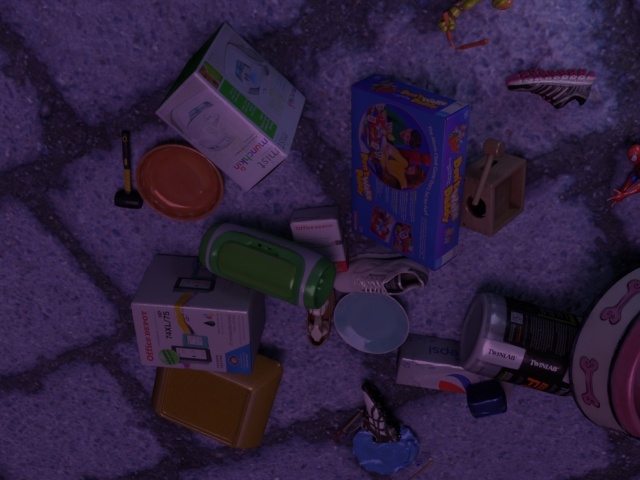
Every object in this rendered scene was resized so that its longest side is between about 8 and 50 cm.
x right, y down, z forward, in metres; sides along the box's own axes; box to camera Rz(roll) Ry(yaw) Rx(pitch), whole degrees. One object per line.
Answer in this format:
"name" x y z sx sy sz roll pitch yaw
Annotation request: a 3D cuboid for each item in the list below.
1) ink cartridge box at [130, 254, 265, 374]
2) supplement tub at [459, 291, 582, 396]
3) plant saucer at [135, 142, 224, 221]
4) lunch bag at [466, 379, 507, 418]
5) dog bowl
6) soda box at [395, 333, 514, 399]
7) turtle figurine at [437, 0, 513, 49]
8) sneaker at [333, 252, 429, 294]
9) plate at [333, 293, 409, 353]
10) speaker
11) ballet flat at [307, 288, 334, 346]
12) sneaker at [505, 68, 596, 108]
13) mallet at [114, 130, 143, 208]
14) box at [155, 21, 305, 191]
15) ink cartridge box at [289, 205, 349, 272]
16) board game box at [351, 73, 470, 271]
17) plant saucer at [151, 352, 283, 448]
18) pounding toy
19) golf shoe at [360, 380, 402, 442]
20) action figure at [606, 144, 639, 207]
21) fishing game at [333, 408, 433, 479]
"ink cartridge box" -0.282 0.173 1.885 0.270 0.197 0.198 3 124 6
"supplement tub" 0.498 0.246 1.835 0.316 0.193 0.193 15 125 -2
"plant saucer" -0.312 -0.134 1.776 0.200 0.037 0.200 3 125 4
"lunch bag" 0.396 0.385 1.903 0.098 0.067 0.065 -16 122 18
"dog bowl" 0.748 0.257 1.716 0.408 0.150 0.407 -6 107 -21
"soda box" 0.333 0.312 1.962 0.286 0.098 0.091 8 125 1
"turtle figurine" 0.285 -0.492 1.418 0.217 0.087 0.269 42 129 -11
"sneaker" 0.134 0.086 1.834 0.235 0.094 0.090 -12 124 17
"plate" 0.126 0.195 1.940 0.188 0.024 0.188 8 120 13
"speaker" -0.120 0.054 1.776 0.297 0.131 0.131 19 128 21
"ballet flat" -0.002 0.177 1.930 0.073 0.067 0.206 2 124 8
"sneaker" 0.447 -0.292 1.548 0.171 0.063 0.074 -1 118 3
"mallet" -0.425 -0.154 1.780 0.062 0.039 0.189 13 121 0
"box" -0.165 -0.259 1.532 0.231 0.262 0.127 41 120 -18
"ink cartridge box" 0.000 0.000 1.810 0.109 0.063 0.150 -5 124 12
"board game box" 0.173 -0.136 1.609 0.233 0.078 0.347 28 134 35
"plant saucer" -0.292 0.402 2.081 0.333 0.081 0.332 21 125 6
"pounding toy" 0.328 -0.120 1.608 0.094 0.181 0.206 24 135 38
"golf shoe" 0.138 0.464 2.094 0.094 0.077 0.198 -22 110 17
"action figure" 0.674 -0.072 1.649 0.139 0.091 0.280 -31 116 11
"fishing game" 0.180 0.567 2.196 0.264 0.041 0.189 34 114 -9
